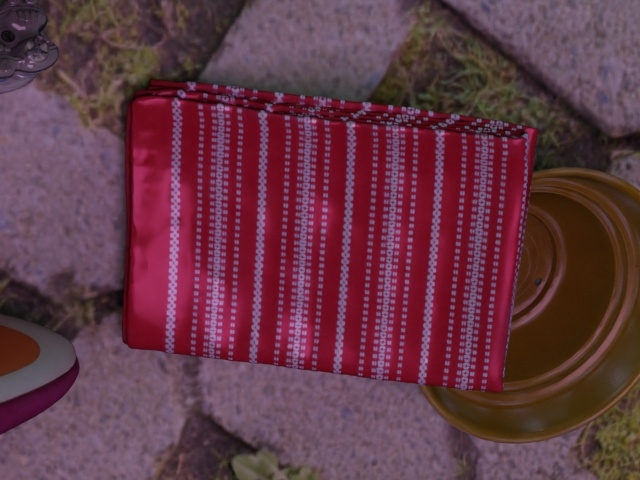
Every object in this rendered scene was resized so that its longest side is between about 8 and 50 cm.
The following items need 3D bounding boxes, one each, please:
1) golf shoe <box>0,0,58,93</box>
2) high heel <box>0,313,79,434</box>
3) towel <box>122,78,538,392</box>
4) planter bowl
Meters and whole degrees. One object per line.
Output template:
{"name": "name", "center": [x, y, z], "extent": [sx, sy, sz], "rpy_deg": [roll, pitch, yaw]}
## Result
{"name": "golf shoe", "center": [-0.254, -0.106, 1.041], "extent": [0.176, 0.086, 0.069], "rpy_deg": [-1, 70, -25]}
{"name": "high heel", "center": [-0.342, 0.157, 1.106], "extent": [0.377, 0.127, 0.181], "rpy_deg": [-9, 129, -17]}
{"name": "towel", "center": [0.000, 0.000, 1.154], "extent": [0.275, 0.031, 0.199], "rpy_deg": [7, 109, 4]}
{"name": "planter bowl", "center": [0.148, 0.035, 1.256], "extent": [0.217, 0.090, 0.217], "rpy_deg": [-7, 113, -18]}
